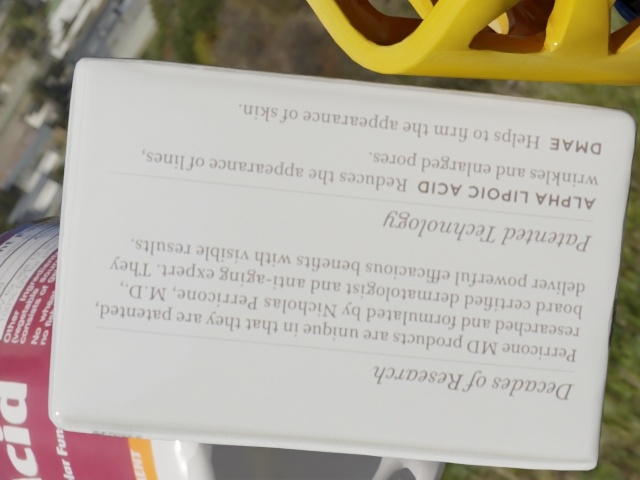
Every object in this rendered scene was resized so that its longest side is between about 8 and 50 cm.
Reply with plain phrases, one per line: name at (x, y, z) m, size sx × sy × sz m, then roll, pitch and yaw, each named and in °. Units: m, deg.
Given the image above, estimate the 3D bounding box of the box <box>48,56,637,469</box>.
box at (0.000, 0.000, 0.594) m, size 0.181 × 0.181 × 0.119 m, roll -127°, pitch 43°, yaw -82°

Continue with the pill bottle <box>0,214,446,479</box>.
pill bottle at (-0.122, 0.094, 1.074) m, size 0.392 × 0.224 × 0.224 m, roll 0°, pitch 59°, yaw 48°

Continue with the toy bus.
toy bus at (0.078, -0.097, 0.487) m, size 0.104 × 0.202 × 0.191 m, roll -51°, pitch 12°, yaw 33°

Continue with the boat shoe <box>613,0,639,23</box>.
boat shoe at (0.173, -0.159, 0.614) m, size 0.183 × 0.066 × 0.066 m, roll -40°, pitch 23°, yaw 15°
